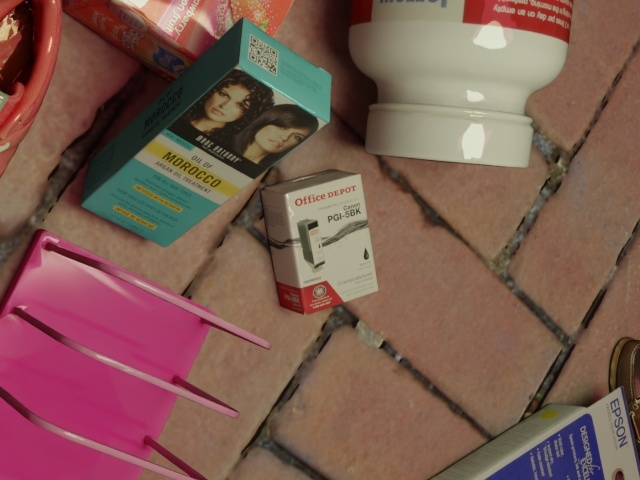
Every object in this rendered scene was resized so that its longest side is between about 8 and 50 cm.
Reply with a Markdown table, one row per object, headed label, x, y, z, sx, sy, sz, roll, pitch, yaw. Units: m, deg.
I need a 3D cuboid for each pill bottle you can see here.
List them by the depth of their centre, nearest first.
| label | x | y | z | sx | sy | sz | roll | pitch | yaw |
| --- | --- | --- | --- | --- | --- | --- | --- | --- | --- |
| pill bottle | 0.148 | -0.284 | 1.017 | 0.229 | 0.229 | 0.408 | 2 | 95 | -32 |

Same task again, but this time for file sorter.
| label | x | y | z | sx | sy | sz | roll | pitch | yaw |
| --- | --- | --- | --- | --- | --- | --- | --- | --- | --- |
| file sorter | -0.205 | 0.171 | 0.889 | 0.202 | 0.182 | 0.291 | 30 | 81 | -31 |

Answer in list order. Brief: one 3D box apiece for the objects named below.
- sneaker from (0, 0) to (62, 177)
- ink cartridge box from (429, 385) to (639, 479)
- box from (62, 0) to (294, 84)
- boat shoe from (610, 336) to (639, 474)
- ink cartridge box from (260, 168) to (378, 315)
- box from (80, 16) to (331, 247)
| label | x | y | z | sx | sy | sz | roll | pitch | yaw |
| --- | --- | --- | --- | --- | --- | --- | --- | --- | --- |
| sneaker | -0.304 | -0.095 | 0.821 | 0.116 | 0.136 | 0.314 | 24 | 84 | -30 |
| ink cartridge box | 0.299 | 0.381 | 1.296 | 0.307 | 0.072 | 0.304 | -24 | 107 | -29 |
| box | -0.087 | -0.302 | 0.921 | 0.154 | 0.142 | 0.300 | 32 | 80 | -31 |
| boat shoe | 0.450 | 0.238 | 1.364 | 0.073 | 0.073 | 0.207 | -14 | 103 | -28 |
| ink cartridge box | 0.000 | 0.000 | 1.065 | 0.099 | 0.056 | 0.135 | -17 | 106 | -28 |
| box | -0.107 | -0.087 | 0.887 | 0.100 | 0.244 | 0.060 | 29 | 45 | -31 |
